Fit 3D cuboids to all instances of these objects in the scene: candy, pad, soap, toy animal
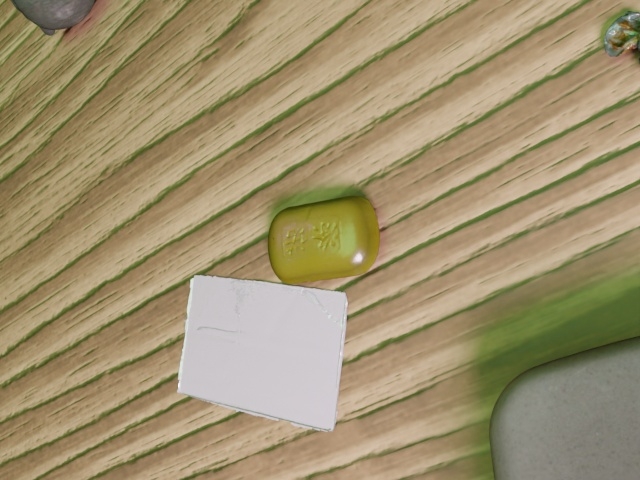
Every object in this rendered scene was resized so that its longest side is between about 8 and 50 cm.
[{"bbox_3d":[0.321,-0.151,0.517,0.182,0.046,0.053,28,97,32],"label":"candy"},{"bbox_3d":[-0.075,0.126,0.740,0.232,0.004,0.156,4,87,31],"label":"pad"},{"bbox_3d":[-0.001,0.000,0.688,0.140,0.045,0.089,-9,76,29],"label":"soap"},{"bbox_3d":[-0.340,-0.397,0.919,0.236,0.138,0.108,-18,33,5],"label":"toy animal"}]

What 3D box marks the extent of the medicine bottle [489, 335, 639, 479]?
[{"bbox_3d":[0.251,0.238,0.394,0.282,0.123,0.375,-23,47,27],"label":"medicine bottle"}]
